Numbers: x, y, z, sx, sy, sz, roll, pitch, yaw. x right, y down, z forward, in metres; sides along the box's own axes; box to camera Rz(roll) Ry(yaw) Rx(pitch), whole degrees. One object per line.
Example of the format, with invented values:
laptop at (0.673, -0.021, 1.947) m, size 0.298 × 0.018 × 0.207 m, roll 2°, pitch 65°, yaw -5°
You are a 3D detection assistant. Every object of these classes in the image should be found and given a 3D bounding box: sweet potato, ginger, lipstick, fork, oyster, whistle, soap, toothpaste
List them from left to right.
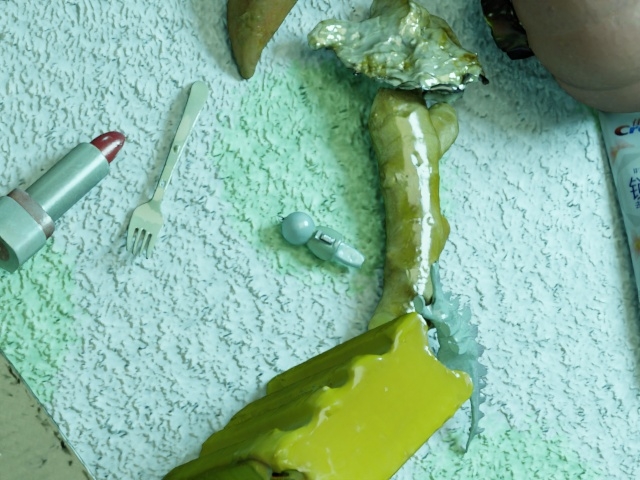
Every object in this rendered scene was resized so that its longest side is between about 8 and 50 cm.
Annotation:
lipstick at (-0.257, -0.049, 1.797) m, size 0.063 × 0.057 × 0.186 m, roll 46°, pitch 58°, yaw -1°
fork at (-0.157, -0.074, 1.860) m, size 0.034 × 0.028 × 0.219 m, roll 20°, pitch 63°, yaw -5°
soap at (-0.015, 0.185, 1.662) m, size 0.204 × 0.324 × 0.096 m, roll -41°, pitch 94°, yaw -25°
sweet potato at (-0.010, -0.337, 1.956) m, size 0.354 × 0.095 × 0.106 m, roll -57°, pitch 138°, yaw -22°
whistle at (0.000, 0.000, 1.883) m, size 0.100 × 0.035 × 0.035 m, roll 29°, pitch 65°, yaw -9°
oyster at (0.083, -0.208, 1.934) m, size 0.191 × 0.081 × 0.163 m, roll -6°, pitch 37°, yaw -17°
ginger at (0.090, -0.022, 1.907) m, size 0.118 × 0.065 × 0.299 m, roll 18°, pitch 67°, yaw -31°
toothpaste at (0.374, -0.015, 2.012) m, size 0.100 × 0.066 × 0.323 m, roll -10°, pitch 72°, yaw 13°

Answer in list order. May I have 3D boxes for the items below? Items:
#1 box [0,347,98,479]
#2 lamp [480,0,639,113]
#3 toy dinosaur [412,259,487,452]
box at (-0.306, 0.246, 1.630) m, size 0.184 × 0.143 × 0.273 m, roll -36°, pitch 87°, yaw -26°
lamp at (0.298, -0.278, 1.974) m, size 0.305 × 0.240 × 0.305 m, roll 44°, pitch 38°, yaw -47°
toy dinosaur at (0.141, 0.118, 1.864) m, size 0.082 × 0.039 × 0.209 m, roll -31°, pitch 112°, yaw -59°
